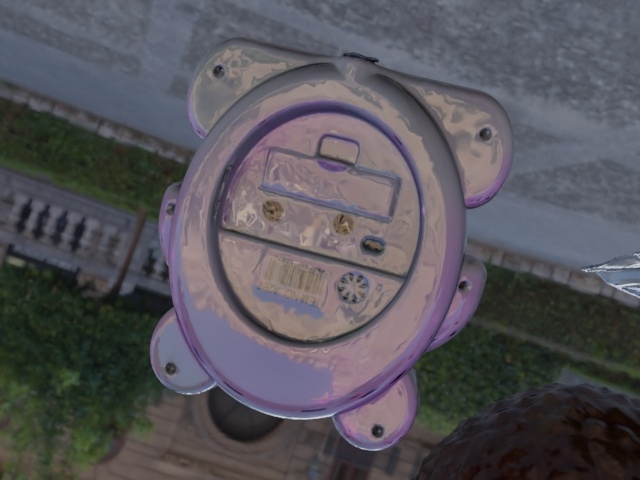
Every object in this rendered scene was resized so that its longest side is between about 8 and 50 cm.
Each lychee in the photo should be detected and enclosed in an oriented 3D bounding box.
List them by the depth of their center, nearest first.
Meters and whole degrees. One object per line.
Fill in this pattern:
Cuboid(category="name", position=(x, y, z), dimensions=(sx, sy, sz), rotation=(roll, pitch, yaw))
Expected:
Cuboid(category="lychee", position=(0.189, 0.237, 0.753), dimensions=(0.260, 0.261, 0.260), rotation=(19, 174, 2))

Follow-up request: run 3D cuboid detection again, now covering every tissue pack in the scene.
Cuboid(category="tissue pack", position=(0.316, 0.042, 0.727), dimensions=(0.193, 0.026, 0.122), rotation=(20, 164, -19))

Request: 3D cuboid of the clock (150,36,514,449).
Cuboid(category="clock", position=(0.000, 0.000, 0.638), dimensions=(0.227, 0.248, 0.090), rotation=(15, -179, 10))
